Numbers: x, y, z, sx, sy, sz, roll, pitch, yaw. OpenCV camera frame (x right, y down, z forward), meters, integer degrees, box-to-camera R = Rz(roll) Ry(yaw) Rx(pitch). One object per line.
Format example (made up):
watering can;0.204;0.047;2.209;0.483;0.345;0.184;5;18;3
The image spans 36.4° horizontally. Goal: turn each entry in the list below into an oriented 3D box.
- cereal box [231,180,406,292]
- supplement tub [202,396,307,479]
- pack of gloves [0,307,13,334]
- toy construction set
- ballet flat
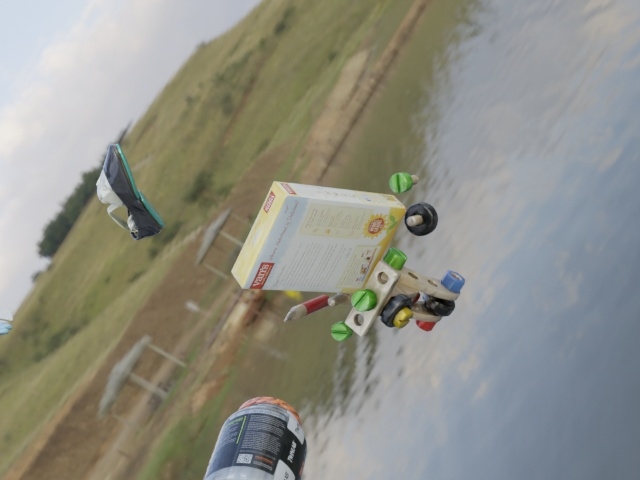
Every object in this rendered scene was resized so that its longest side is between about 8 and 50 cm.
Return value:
cereal box;0.000;0.000;1.494;0.047;0.240;0.173;52;125;42
supplement tub;-0.132;0.468;1.978;0.193;0.194;0.316;-57;7;26
pack of gloves;-0.685;0.121;1.800;0.195;0.232;0.046;-144;66;-69
toy construction set;0.059;0.076;1.643;0.309;0.257;0.237;-35;-9;32
ballet flat;-0.309;-0.067;1.531;0.074;0.074;0.203;-61;-27;-27
